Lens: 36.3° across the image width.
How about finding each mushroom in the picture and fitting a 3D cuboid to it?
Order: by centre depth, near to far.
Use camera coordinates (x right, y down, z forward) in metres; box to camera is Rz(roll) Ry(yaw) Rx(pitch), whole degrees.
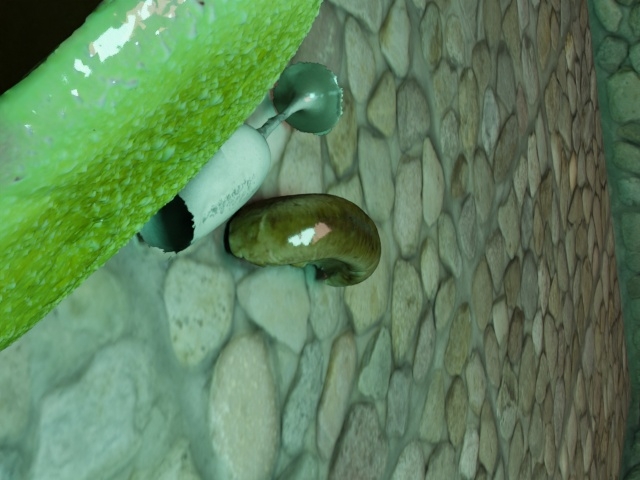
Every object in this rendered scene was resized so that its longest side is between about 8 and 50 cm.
[{"bbox_3d":[0.001,-0.002,0.863,0.209,0.094,0.072,17,76,-60],"label":"mushroom"}]

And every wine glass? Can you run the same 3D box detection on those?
[{"bbox_3d":[-0.060,-0.067,0.755,0.262,0.074,0.074,-49,132,-53],"label":"wine glass"}]

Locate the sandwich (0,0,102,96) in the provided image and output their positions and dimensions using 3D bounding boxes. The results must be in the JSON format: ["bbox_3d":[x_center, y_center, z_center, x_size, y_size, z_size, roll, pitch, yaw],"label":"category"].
[{"bbox_3d":[-0.110,-0.149,0.491,0.155,0.198,0.227,-65,144,-44],"label":"sandwich"}]

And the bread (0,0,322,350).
[{"bbox_3d":[-0.093,-0.039,0.459,0.045,0.301,0.301,44,33,-1],"label":"bread"}]
